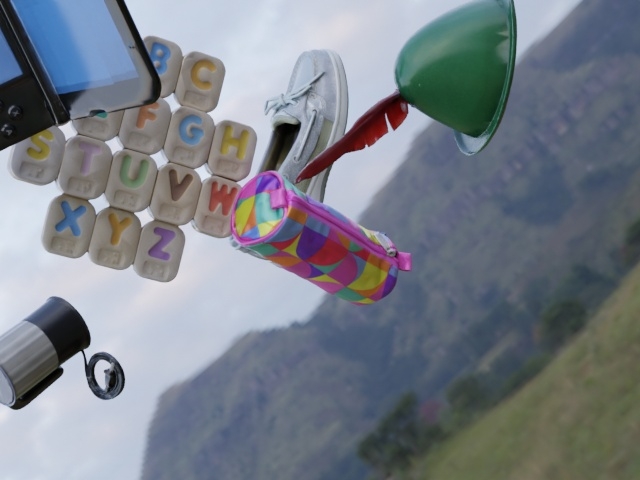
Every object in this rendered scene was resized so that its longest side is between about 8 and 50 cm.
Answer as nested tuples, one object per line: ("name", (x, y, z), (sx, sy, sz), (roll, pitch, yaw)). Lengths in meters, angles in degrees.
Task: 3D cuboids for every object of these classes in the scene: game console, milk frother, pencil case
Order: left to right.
("game console", (-0.336, -0.223, 1.421), (0.250, 0.293, 0.173), (-28, 18, -12))
("milk frother", (-0.344, 0.166, 1.864), (0.135, 0.143, 0.129), (-40, -46, -35))
("pencil case", (0.000, 0.000, 1.751), (0.236, 0.104, 0.104), (26, -65, -43))

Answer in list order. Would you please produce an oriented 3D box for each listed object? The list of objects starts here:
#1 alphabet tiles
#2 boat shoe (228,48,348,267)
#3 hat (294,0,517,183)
("alphabet tiles", (-0.213, -0.102, 1.689), (0.021, 0.284, 0.277), (-2, 73, 64))
("boat shoe", (-0.044, -0.125, 2.018), (0.118, 0.103, 0.320), (-6, 67, 61))
("hat", (0.076, -0.173, 1.409), (0.184, 0.208, 0.173), (7, -49, -12))
